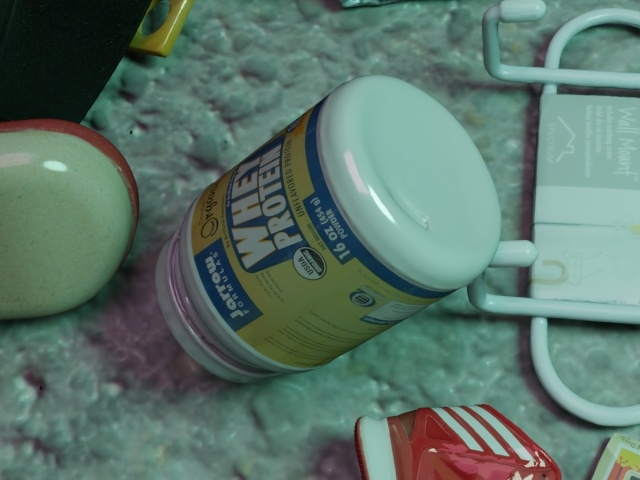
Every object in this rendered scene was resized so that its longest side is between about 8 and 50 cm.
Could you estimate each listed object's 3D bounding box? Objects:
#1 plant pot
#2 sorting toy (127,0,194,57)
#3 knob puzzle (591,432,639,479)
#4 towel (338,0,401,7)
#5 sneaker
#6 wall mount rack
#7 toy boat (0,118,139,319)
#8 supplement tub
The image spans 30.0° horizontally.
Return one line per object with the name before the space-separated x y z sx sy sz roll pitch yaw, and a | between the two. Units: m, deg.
plant pot | -0.253 -0.179 0.914 0.188 0.187 0.167 14 93 22
sorting toy | -0.097 -0.319 0.997 0.196 0.047 0.347 2 71 37
knob puzzle | 0.226 0.231 0.729 0.213 0.030 0.213 -3 62 5
towel | 0.134 -0.328 0.992 0.284 0.121 0.235 -9 62 2
sneaker | 0.101 0.196 0.731 0.128 0.087 0.221 -14 62 2
wall mount rack | 0.258 -0.051 0.821 0.304 0.130 0.350 3 63 9
toy boat | -0.247 -0.031 0.885 0.231 0.151 0.151 -3 32 6
supplement tub | 0.000 0.000 0.772 0.200 0.144 0.144 -34 53 37
